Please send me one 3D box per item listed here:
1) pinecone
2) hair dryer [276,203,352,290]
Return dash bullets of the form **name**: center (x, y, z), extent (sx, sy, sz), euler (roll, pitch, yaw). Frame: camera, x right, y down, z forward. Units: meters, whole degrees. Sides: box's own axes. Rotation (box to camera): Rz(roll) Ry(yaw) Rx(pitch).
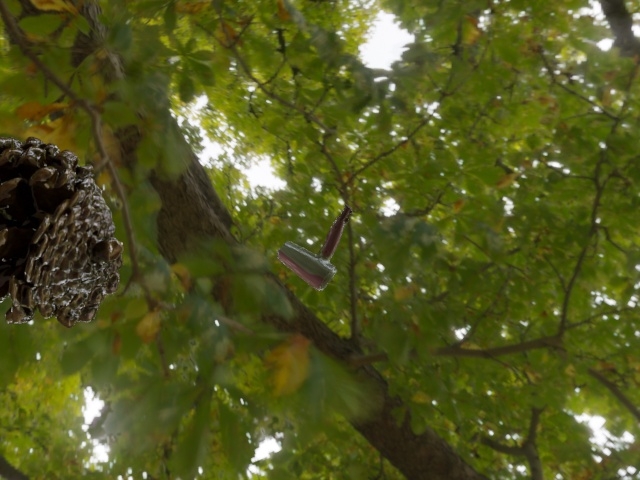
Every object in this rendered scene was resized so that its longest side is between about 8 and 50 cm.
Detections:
- **pinecone**: center (-0.305, -0.018, 0.723), extent (0.169, 0.212, 0.185), euler (-21, -44, -40)
- **hair dryer**: center (0.007, 0.002, 1.245), extent (0.106, 0.054, 0.154), euler (38, -92, 8)
